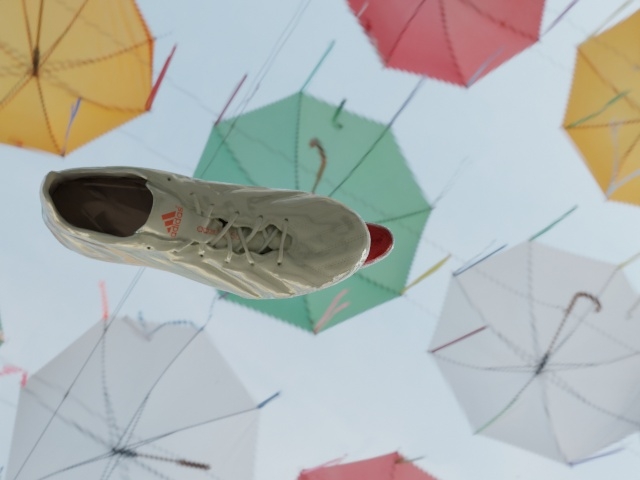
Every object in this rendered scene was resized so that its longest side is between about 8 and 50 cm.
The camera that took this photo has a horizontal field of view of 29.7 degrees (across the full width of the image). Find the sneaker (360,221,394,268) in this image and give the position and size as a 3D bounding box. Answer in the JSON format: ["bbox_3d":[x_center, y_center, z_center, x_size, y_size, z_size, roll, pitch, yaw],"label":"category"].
[{"bbox_3d":[0.000,0.000,0.988,0.118,0.067,0.042,-3,-101,6],"label":"sneaker"}]

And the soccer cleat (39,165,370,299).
[{"bbox_3d":[-0.069,-0.007,0.706,0.196,0.076,0.068,6,-105,5],"label":"soccer cleat"}]
